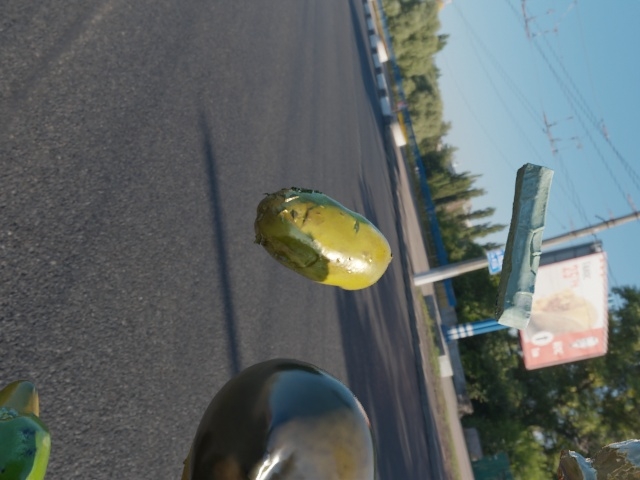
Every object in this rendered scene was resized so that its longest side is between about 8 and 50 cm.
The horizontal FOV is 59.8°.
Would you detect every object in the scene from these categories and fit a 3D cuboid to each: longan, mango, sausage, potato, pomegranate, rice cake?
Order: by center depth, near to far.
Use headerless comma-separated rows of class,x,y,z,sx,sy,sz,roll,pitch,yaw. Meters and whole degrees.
longan,-0.056,0.346,0.883,0.319,0.318,0.319,-15,90,-78
pomegranate,-0.651,0.432,1.081,0.302,0.235,0.236,138,-54,-58
potato,0.000,0.000,1.102,0.300,0.173,0.140,26,38,-28
rice cake,0.406,0.009,1.113,0.063,0.066,0.337,87,15,-78
mango,-0.828,0.474,1.502,0.098,0.137,0.195,113,-10,-55
sausage,0.773,0.720,1.768,0.107,0.031,0.031,-58,138,-37

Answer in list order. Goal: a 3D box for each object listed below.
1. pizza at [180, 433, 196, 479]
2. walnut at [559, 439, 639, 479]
pizza,-0.259,0.568,1.312,0.324,0.089,0.223,-82,152,-56
walnut,0.373,0.348,0.642,0.257,0.224,0.257,47,9,-10
